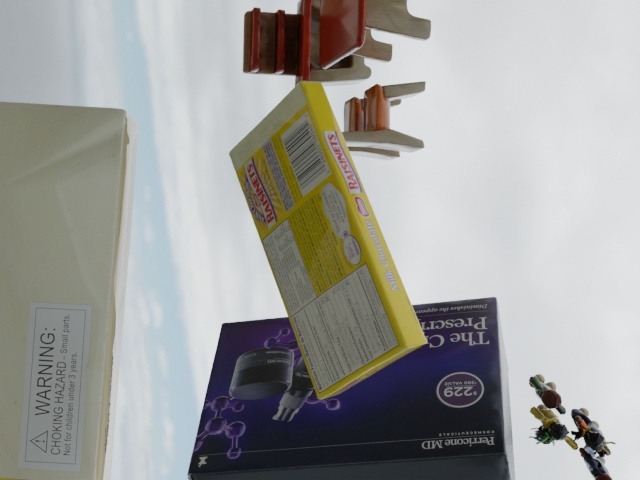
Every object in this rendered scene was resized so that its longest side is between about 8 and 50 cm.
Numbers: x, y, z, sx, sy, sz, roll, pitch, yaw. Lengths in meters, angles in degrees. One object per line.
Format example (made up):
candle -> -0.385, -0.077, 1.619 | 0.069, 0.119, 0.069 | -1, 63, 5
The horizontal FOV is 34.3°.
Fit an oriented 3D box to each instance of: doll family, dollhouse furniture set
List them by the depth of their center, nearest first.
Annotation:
dollhouse furniture set -> 0.009, -0.214, 1.038 | 0.259, 0.135, 0.262 | 178, -87, -77
doll family -> 0.340, 0.262, 1.385 | 0.076, 0.193, 0.111 | -53, -179, 5

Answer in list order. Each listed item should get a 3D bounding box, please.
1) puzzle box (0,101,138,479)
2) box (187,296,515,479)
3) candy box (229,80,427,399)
puzzle box -> -0.272, 0.109, 0.680 | 0.052, 0.272, 0.409 | 76, 18, -85
box -> 0.034, 0.155, 0.912 | 0.184, 0.261, 0.103 | -84, 163, -48
candy box -> 0.000, 0.000, 0.744 | 0.105, 0.027, 0.206 | -39, -114, 47
